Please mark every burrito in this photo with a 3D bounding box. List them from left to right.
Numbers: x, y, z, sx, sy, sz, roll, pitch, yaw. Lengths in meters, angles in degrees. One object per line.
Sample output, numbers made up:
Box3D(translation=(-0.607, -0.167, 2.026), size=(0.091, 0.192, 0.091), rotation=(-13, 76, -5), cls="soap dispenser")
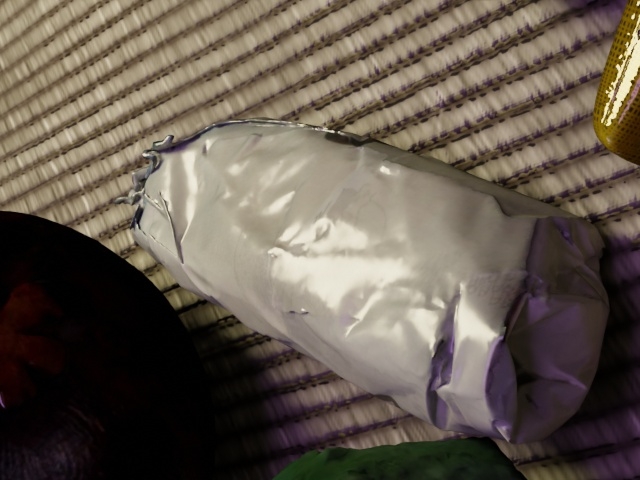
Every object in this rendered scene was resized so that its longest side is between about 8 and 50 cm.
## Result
Box3D(translation=(0.000, 0.000, 1.039), size=(0.445, 0.101, 0.139), rotation=(22, 84, 50), cls="burrito")

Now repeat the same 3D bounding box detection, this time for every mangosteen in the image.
Box3D(translation=(-0.223, 0.145, 1.179), size=(0.347, 0.307, 0.307), rotation=(105, 149, -61), cls="mangosteen")

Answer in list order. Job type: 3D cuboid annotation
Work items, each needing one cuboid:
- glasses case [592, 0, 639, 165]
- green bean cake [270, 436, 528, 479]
Box3D(translation=(0.201, -0.144, 0.830), size=(0.064, 0.079, 0.234), rotation=(44, 120, 50), cls="glasses case")
Box3D(translation=(0.063, 0.294, 0.871), size=(0.308, 0.169, 0.300), rotation=(-120, 34, -53), cls="green bean cake")
